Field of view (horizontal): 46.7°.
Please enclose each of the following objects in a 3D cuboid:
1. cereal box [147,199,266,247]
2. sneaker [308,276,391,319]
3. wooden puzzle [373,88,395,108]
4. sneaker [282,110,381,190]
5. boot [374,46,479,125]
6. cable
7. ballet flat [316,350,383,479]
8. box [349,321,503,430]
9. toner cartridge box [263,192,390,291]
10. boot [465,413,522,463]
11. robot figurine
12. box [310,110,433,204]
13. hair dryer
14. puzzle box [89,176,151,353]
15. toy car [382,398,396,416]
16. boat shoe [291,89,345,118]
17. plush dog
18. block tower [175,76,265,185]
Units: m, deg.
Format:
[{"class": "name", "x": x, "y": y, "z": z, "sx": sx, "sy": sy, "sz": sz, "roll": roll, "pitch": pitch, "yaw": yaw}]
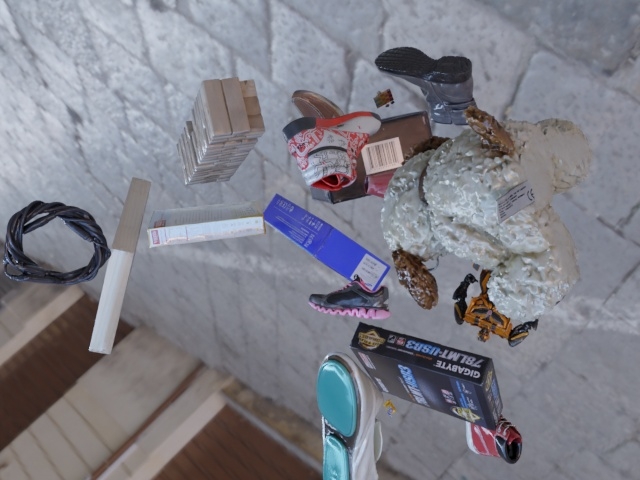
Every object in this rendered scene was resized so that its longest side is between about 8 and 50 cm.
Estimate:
[{"class": "cereal box", "x": -0.242, "y": -0.039, "z": 1.587, "sx": 0.173, "sy": 0.240, "sz": 0.047, "roll": -115, "pitch": 19, "yaw": -73}, {"class": "sneaker", "x": 0.042, "y": 0.078, "z": 1.035, "sx": 0.119, "sy": 0.057, "sz": 0.047, "roll": 5, "pitch": -177, "yaw": 15}, {"class": "wooden puzzle", "x": 0.163, "y": -0.368, "z": 1.925, "sx": 0.006, "sy": 0.049, "sz": 0.083, "roll": 65, "pitch": -174, "yaw": 27}, {"class": "sneaker", "x": 0.047, "y": -0.180, "z": 1.519, "sx": 0.090, "sy": 0.270, "sz": 0.145, "roll": -31, "pitch": 79, "yaw": 42}, {"class": "boot", "x": 0.323, "y": -0.457, "z": 2.264, "sx": 0.338, "sy": 0.118, "sz": 0.223, "roll": 24, "pitch": 151, "yaw": 36}, {"class": "cable", "x": -0.467, "y": 0.007, "z": 1.328, "sx": 0.184, "sy": 0.151, "sz": 0.047, "roll": 7, "pitch": -176, "yaw": -29}, {"class": "ballet flat", "x": 0.070, "y": 0.373, "z": 1.529, "sx": 0.139, "sy": 0.139, "sz": 0.400, "roll": 27, "pitch": 129, "yaw": 42}, {"class": "box", "x": 0.238, "y": 0.298, "z": 1.621, "sx": 0.293, "sy": 0.073, "sz": 0.295, "roll": 13, "pitch": 154, "yaw": 25}, {"class": "toner cartridge box", "x": 0.000, "y": 0.000, "z": 1.617, "sx": 0.165, "sy": 0.075, "sz": 0.348, "roll": 35, "pitch": 179, "yaw": -26}, {"class": "boot", "x": 0.410, "y": 0.405, "z": 1.779, "sx": 0.176, "sy": 0.088, "sz": 0.244, "roll": 170, "pitch": 87, "yaw": -68}, {"class": "robot figurine", "x": 0.434, "y": 0.102, "z": 1.750, "sx": 0.211, "sy": 0.291, "sz": 0.085, "roll": 21, "pitch": 169, "yaw": 23}, {"class": "box", "x": 0.120, "y": -0.217, "z": 1.955, "sx": 0.294, "sy": 0.296, "sz": 0.183, "roll": -160, "pitch": 56, "yaw": -79}, {"class": "hair dryer", "x": 0.200, "y": -0.050, "z": 1.504, "sx": 0.293, "sy": 0.223, "sz": 0.080, "roll": 38, "pitch": -161, "yaw": -30}, {"class": "puzzle box", "x": -0.476, "y": 0.045, "z": 1.784, "sx": 0.052, "sy": 0.272, "sz": 0.409, "roll": 13, "pitch": -155, "yaw": -13}, {"class": "toy car", "x": 0.117, "y": 0.410, "z": 1.663, "sx": 0.040, "sy": 0.122, "sz": 0.060, "roll": 52, "pitch": -172, "yaw": 19}, {"class": "boat shoe", "x": 0.021, "y": -0.356, "z": 2.380, "sx": 0.324, "sy": 0.116, "sz": 0.123, "roll": 39, "pitch": 159, "yaw": -33}, {"class": "plush dog", "x": 0.160, "y": -0.047, "z": 0.853, "sx": 0.210, "sy": 0.263, "sz": 0.225, "roll": 34, "pitch": 147, "yaw": -29}, {"class": "block tower", "x": -0.181, "y": -0.179, "z": 1.298, "sx": 0.335, "sy": 0.090, "sz": 0.097, "roll": 153, "pitch": 105, "yaw": -70}]
